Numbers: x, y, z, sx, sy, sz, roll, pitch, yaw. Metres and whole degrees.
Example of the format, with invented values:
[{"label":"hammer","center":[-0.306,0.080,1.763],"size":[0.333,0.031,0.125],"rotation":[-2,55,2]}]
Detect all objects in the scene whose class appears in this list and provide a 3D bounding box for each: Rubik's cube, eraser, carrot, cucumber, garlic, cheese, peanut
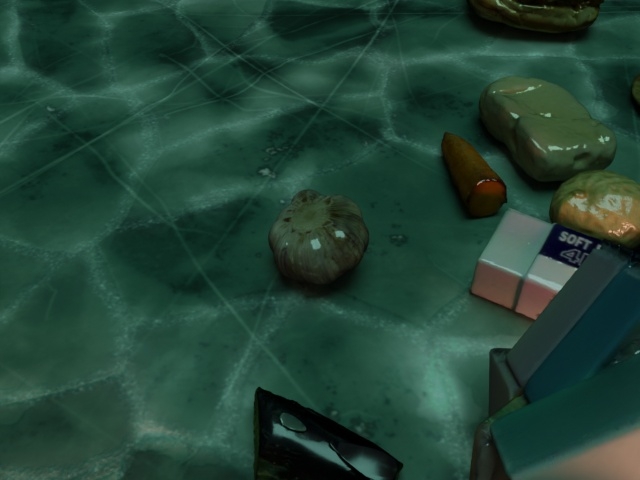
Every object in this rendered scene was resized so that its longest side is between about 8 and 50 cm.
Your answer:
[{"label":"Rubik's cube","center":[0.306,0.199,0.609],"size":[0.358,0.368,0.387],"rotation":[6,10,5]},{"label":"eraser","center":[0.360,0.064,0.938],"size":[0.287,0.086,0.130],"rotation":[23,48,22]},{"label":"carrot","center":[0.240,-0.127,1.154],"size":[0.072,0.072,0.205],"rotation":[-8,42,-10]},{"label":"cucumber","center":[-0.008,0.234,0.762],"size":[0.193,0.086,0.115],"rotation":[22,45,12]},{"label":"garlic","center":[0.000,0.000,0.991],"size":[0.147,0.102,0.159],"rotation":[-35,41,-16]},{"label":"cheese","center":[0.385,-0.200,1.217],"size":[0.159,0.093,0.263],"rotation":[-7,42,-13]},{"label":"peanut","center":[0.422,-0.042,1.035],"size":[0.159,0.109,0.140],"rotation":[-6,29,-13]}]

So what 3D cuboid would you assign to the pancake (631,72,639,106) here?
[{"label":"pancake","center":[0.727,-0.274,1.344],"size":[0.250,0.031,0.250],"rotation":[-1,43,0]}]

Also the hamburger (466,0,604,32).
[{"label":"hamburger","center":[0.487,-0.593,1.588],"size":[0.304,0.174,0.284],"rotation":[6,31,-4]}]
